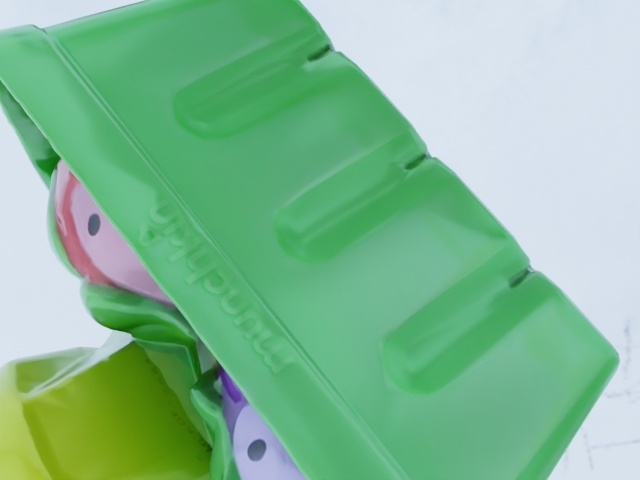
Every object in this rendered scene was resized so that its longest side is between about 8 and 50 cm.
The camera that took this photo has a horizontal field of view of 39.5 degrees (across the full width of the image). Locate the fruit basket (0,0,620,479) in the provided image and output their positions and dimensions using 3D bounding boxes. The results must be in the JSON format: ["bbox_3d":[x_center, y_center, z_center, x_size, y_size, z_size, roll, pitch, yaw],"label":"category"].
[{"bbox_3d":[-0.085,0.087,0.508,0.392,0.392,0.283,0,160,-4],"label":"fruit basket"}]
